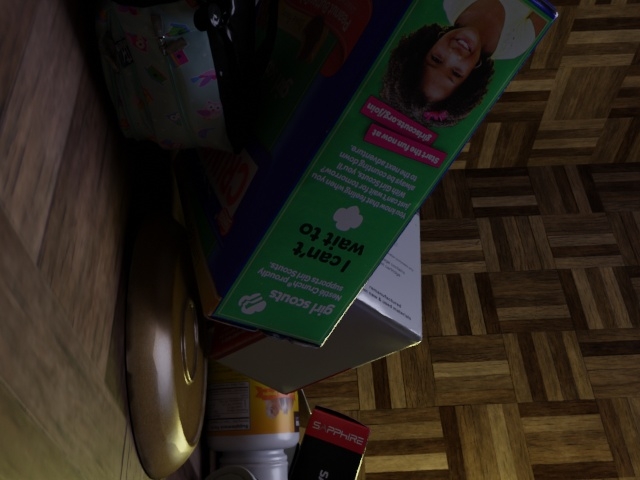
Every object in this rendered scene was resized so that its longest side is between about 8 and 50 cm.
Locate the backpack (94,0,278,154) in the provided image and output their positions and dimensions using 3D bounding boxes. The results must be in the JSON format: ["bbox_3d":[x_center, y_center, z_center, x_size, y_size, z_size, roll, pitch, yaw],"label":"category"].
[{"bbox_3d":[-0.096,-0.148,0.502,0.182,0.115,0.152,91,9,-51],"label":"backpack"}]

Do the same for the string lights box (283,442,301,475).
[{"bbox_3d":[-0.087,0.372,1.119,0.260,0.076,0.133,91,17,-73],"label":"string lights box"}]

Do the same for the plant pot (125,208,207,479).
[{"bbox_3d":[-0.129,0.089,0.635,0.236,0.032,0.237,178,-90,-89],"label":"plant pot"}]

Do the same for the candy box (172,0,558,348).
[{"bbox_3d":[0.002,-0.116,0.607,0.317,0.122,0.268,-58,-149,20],"label":"candy box"}]

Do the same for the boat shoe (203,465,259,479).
[{"bbox_3d":[-0.070,0.384,0.715,0.091,0.114,0.303,57,24,-46],"label":"boat shoe"}]

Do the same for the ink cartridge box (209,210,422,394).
[{"bbox_3d":[0.000,0.000,0.771,0.114,0.197,0.273,34,44,-32],"label":"ink cartridge box"}]

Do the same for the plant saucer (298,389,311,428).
[{"bbox_3d":[-0.091,0.248,1.456,0.310,0.050,0.311,157,-90,-82],"label":"plant saucer"}]

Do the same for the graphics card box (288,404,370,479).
[{"bbox_3d":[-0.031,0.437,0.999,0.233,0.094,0.371,93,17,-68],"label":"graphics card box"}]

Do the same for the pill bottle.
[{"bbox_3d":[-0.086,0.194,0.897,0.117,0.117,0.215,92,-5,-76],"label":"pill bottle"}]

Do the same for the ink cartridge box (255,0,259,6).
[{"bbox_3d":[-0.091,-0.380,0.834,0.093,0.154,0.213,88,0,-61],"label":"ink cartridge box"}]
